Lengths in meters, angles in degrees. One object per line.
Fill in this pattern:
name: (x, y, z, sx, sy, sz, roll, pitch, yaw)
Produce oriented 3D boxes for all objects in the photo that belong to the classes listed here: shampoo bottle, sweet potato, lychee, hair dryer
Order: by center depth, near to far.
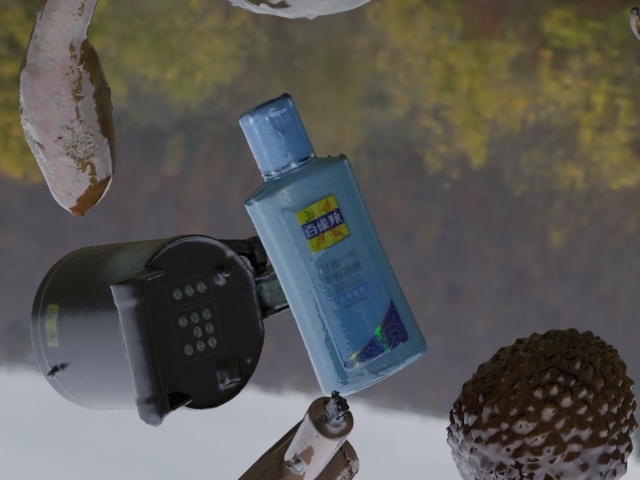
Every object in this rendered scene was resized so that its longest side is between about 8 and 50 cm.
hair dryer: (-0.014, 0.162, 1.412, 0.064, 0.117, 0.182, 42, 147, 11)
shampoo bottle: (0.000, 0.000, 1.645, 0.103, 0.258, 0.061, -26, -171, -19)
lychee: (0.214, 0.196, 1.875, 0.200, 0.238, 0.200, 38, 165, 12)
sweet potato: (-0.273, -0.183, 2.047, 0.109, 0.385, 0.109, 2, -139, -2)

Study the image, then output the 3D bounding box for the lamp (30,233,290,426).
lamp: (-0.218, 0.104, 2.257, 0.272, 0.205, 0.374, -10, -174, 28)

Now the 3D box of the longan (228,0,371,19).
longan: (-0.023, -0.428, 2.001, 0.391, 0.391, 0.391, 10, -178, 0)

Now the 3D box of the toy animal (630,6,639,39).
toy animal: (0.402, -0.141, 1.876, 0.255, 0.116, 0.114, 39, -171, 6)
